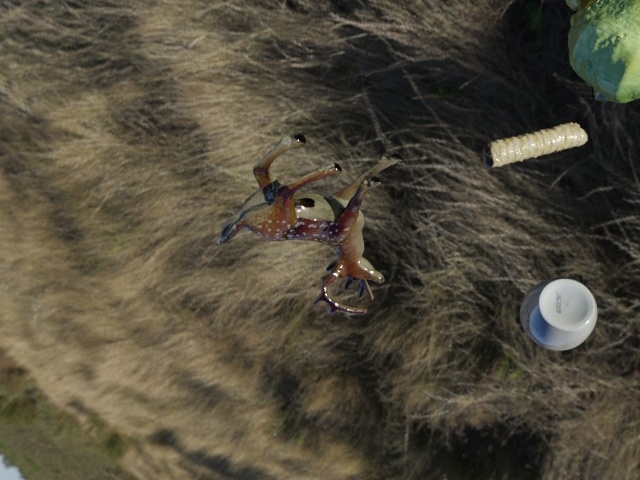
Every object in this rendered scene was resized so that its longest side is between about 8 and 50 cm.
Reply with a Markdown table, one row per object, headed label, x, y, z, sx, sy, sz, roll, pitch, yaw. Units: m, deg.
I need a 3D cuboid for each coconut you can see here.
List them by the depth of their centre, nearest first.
| label | x | y | z | sx | sy | sz | roll | pitch | yaw |
| --- | --- | --- | --- | --- | --- | --- | --- | --- | --- |
| coconut | 0.237 | -0.148 | 0.454 | 0.096 | 0.088 | 0.088 | 41 | 156 | 26 |

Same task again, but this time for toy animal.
| label | x | y | z | sx | sy | sz | roll | pitch | yaw |
| --- | --- | --- | --- | --- | --- | --- | --- | --- | --- |
| toy animal | 0.001 | -0.015 | 0.766 | 0.243 | 0.087 | 0.260 | 17 | 136 | -19 |

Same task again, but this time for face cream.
| label | x | y | z | sx | sy | sz | roll | pitch | yaw |
| --- | --- | --- | --- | --- | --- | --- | --- | --- | --- |
| face cream | 0.303 | 0.091 | 0.768 | 0.091 | 0.091 | 0.095 | 27 | 169 | 18 |

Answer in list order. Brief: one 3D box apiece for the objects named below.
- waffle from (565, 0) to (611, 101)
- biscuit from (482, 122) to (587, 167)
| label | x | y | z | sx | sy | sz | roll | pitch | yaw |
| --- | --- | --- | --- | --- | --- | --- | --- | --- | --- |
| waffle | 0.353 | -0.223 | 0.580 | 0.204 | 0.223 | 0.054 | -8 | 142 | 18 |
| biscuit | 0.442 | -0.200 | 1.257 | 0.219 | 0.061 | 0.055 | -13 | 142 | -3 |
